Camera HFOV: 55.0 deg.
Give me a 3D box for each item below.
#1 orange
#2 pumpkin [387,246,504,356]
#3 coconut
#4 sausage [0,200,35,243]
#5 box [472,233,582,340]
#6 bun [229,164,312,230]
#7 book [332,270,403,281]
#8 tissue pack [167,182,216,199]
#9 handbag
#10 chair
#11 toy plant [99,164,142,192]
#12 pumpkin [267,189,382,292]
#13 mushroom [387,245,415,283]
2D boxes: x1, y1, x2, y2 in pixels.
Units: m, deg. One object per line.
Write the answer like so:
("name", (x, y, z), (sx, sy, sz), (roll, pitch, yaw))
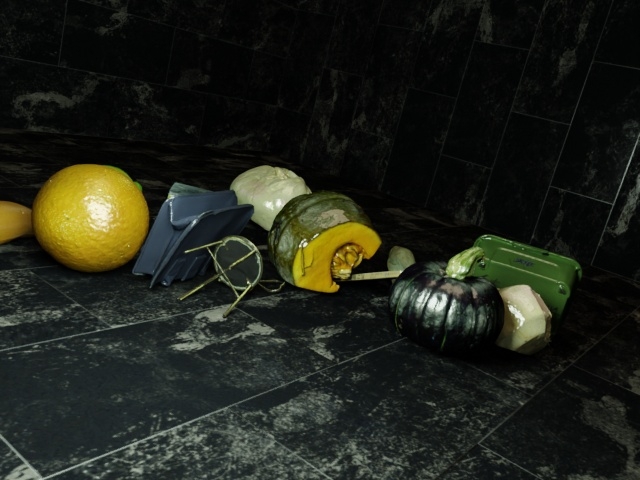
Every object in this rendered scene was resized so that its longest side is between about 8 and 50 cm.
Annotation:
("orange", (-0.546, -0.053, 1.476), (0.275, 0.274, 0.274), (13, 14, -3))
("pumpkin", (0.319, 0.142, 1.535), (0.296, 0.295, 0.296), (13, 14, -3))
("coconut", (0.519, 0.206, 1.649), (0.195, 0.194, 0.194), (13, 14, -3))
("sausage", (-0.804, -0.041, 1.489), (0.134, 0.115, 0.354), (6, 9, 9))
("box", (0.590, 0.152, 1.858), (0.329, 0.252, 0.178), (18, 28, 20))
("bun", (-0.147, -0.154, 2.236), (0.361, 0.213, 0.361), (32, 11, -7))
("book", (0.196, 0.105, 1.811), (0.217, 0.021, 0.311), (2, -6, -40))
("tissue pack", (-0.428, -0.133, 2.267), (0.257, 0.081, 0.185), (13, 14, -10))
("handbag", (-0.328, -0.002, 1.561), (0.118, 0.269, 0.326), (38, 17, 13))
("chair", (-0.213, 0.068, 1.558), (0.160, 0.170, 0.326), (17, 20, 19))
("toy plant", (-0.673, -0.148, 1.936), (0.224, 0.184, 0.316), (-11, 11, -18))
("pumpkin", (0.000, 0.000, 1.756), (0.256, 0.303, 0.225), (46, -5, -35))
("mushroom", (0.270, 0.092, 2.048), (0.107, 0.087, 0.333), (41, 17, -2))
